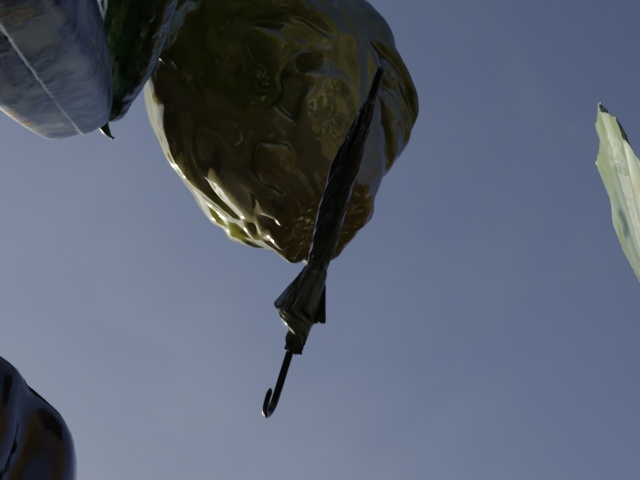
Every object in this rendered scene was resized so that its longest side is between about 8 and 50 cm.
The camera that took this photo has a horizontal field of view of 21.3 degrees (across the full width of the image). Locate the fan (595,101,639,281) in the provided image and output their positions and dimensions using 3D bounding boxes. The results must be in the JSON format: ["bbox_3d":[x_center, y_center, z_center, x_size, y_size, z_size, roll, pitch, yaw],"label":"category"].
[{"bbox_3d":[0.165,-0.006,0.878,0.009,0.240,0.131,-16,-78,4],"label":"fan"}]

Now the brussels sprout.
[{"bbox_3d":[-0.035,-0.128,1.607,0.242,0.274,0.317,-28,-100,7],"label":"brussels sprout"}]

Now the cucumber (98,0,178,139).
[{"bbox_3d":[-0.084,-0.110,0.785,0.037,0.037,0.155,22,-56,-5],"label":"cucumber"}]

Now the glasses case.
[{"bbox_3d":[-0.124,-0.106,0.624,0.065,0.087,0.248,-22,-18,-1],"label":"glasses case"}]

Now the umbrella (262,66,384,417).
[{"bbox_3d":[0.001,0.001,1.248,0.044,0.044,0.269,18,-95,14],"label":"umbrella"}]

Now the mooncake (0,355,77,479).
[{"bbox_3d":[-0.213,0.097,0.626,0.244,0.133,0.245,3,-31,2],"label":"mooncake"}]
